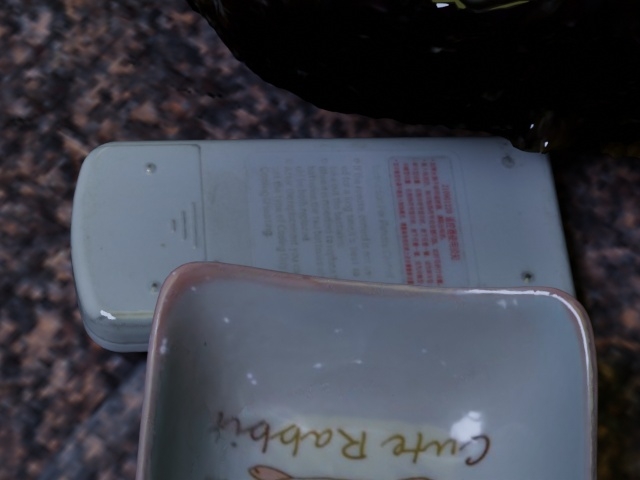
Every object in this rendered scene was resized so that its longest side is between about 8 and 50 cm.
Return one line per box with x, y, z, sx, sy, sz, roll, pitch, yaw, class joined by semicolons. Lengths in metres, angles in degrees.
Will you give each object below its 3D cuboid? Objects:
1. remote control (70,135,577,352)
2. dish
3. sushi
0.000;0.000;0.645;0.190;0.029;0.088;-2;58;-8;remote control
0.012;0.117;0.546;0.151;0.077;0.212;5;58;-2;dish
0.116;-0.111;0.609;0.348;0.207;0.234;1;69;-12;sushi
